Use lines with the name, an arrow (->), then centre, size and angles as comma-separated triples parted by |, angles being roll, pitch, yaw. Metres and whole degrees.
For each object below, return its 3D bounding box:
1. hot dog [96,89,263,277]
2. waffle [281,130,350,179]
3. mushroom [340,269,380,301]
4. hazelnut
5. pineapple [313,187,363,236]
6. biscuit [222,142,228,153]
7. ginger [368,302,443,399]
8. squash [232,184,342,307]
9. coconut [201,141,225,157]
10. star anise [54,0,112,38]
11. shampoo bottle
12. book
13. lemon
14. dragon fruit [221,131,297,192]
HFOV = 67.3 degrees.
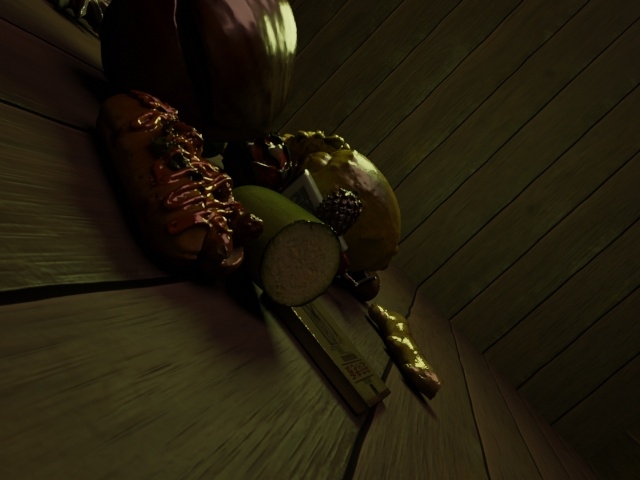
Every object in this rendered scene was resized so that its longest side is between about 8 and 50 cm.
hot dog -> -0.197, -0.095, 0.661 | 0.158, 0.117, 0.348 | 34, 14, -50
waffle -> -0.025, -0.186, 1.349 | 0.329, 0.329, 0.062 | 40, 39, -30
mushroom -> 0.107, 0.112, 1.311 | 0.127, 0.087, 0.127 | 28, 36, -23
hazelnut -> -0.219, -0.376, 0.971 | 0.359, 0.359, 0.409 | 43, 45, -14
pineapple -> 0.000, -0.029, 0.974 | 0.103, 0.221, 0.083 | 50, -10, -29
biscuit -> -0.238, -0.233, 1.410 | 0.184, 0.027, 0.133 | 32, 16, -51
ginger -> 0.197, 0.246, 1.108 | 0.118, 0.065, 0.298 | 26, 15, -25
squash -> -0.086, -0.009, 0.739 | 0.132, 0.132, 0.247 | 39, -3, -39
coconut -> -0.261, -0.235, 1.119 | 0.088, 0.088, 0.096 | 44, 2, -12
star anise -> -0.586, -0.600, 1.200 | 0.258, 0.111, 0.198 | 7, 61, -51
shampoo bottle -> 0.000, 0.000, 1.059 | 0.284, 0.153, 0.071 | 50, 6, -7
book -> 0.015, 0.164, 0.763 | 0.231, 0.026, 0.161 | 49, 9, 20
lemon -> 0.060, -0.068, 1.210 | 0.285, 0.286, 0.316 | -125, -161, -47
dragon fruit -> -0.153, -0.192, 1.169 | 0.188, 0.182, 0.182 | 59, 0, -32
